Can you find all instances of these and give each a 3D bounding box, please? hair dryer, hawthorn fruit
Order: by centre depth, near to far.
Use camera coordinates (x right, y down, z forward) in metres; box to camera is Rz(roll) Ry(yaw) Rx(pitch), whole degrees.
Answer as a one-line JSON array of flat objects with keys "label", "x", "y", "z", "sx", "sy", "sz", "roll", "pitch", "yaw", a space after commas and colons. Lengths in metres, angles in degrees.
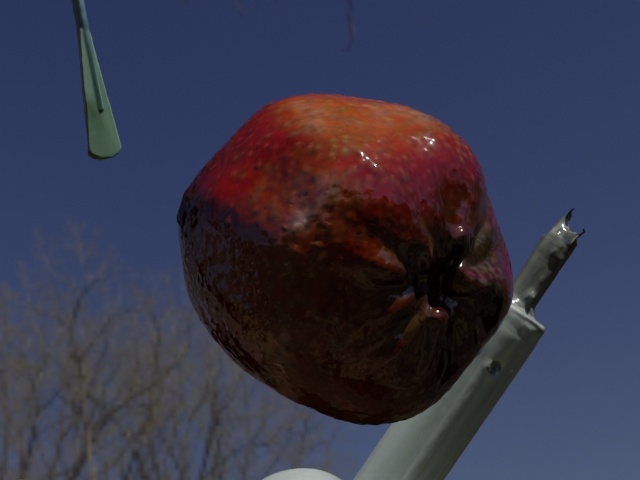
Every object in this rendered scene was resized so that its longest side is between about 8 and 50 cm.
[{"label": "hawthorn fruit", "x": 0.000, "y": 0.000, "z": 0.649, "sx": 0.157, "sy": 0.157, "sz": 0.194, "roll": 16, "pitch": 9, "yaw": -42}, {"label": "hair dryer", "x": 0.072, "y": 0.128, "z": 0.861, "sx": 0.107, "sy": 0.357, "sz": 0.173, "roll": 35, "pitch": 2, "yaw": -21}]

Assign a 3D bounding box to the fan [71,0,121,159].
[{"label": "fan", "x": -0.235, "y": -0.178, "z": 1.290, "sx": 0.038, "sy": 0.193, "sz": 0.016, "roll": -16, "pitch": 9, "yaw": -41}]
